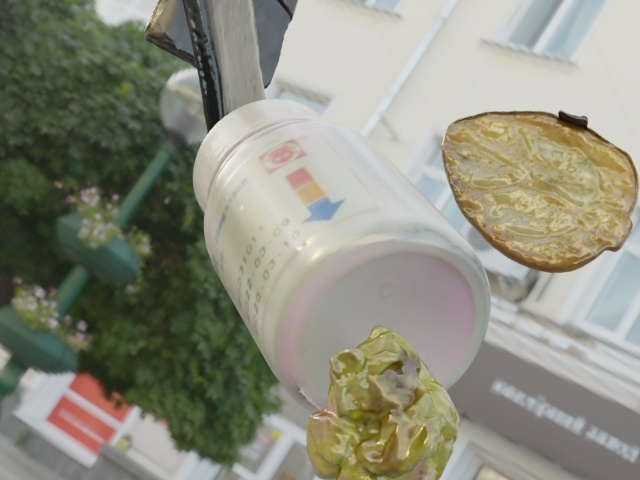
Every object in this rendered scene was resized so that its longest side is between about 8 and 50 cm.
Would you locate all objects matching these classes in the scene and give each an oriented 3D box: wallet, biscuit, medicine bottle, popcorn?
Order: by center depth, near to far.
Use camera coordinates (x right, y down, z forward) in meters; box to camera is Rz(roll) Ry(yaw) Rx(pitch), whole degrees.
[{"bbox_3d":[0.042,0.111,0.753,0.097,0.109,0.089,14,-50,-7],"label":"popcorn"},{"bbox_3d":[0.000,0.000,0.934,0.170,0.170,0.293,42,7,-35],"label":"medicine bottle"},{"bbox_3d":[-0.085,-0.140,1.149,0.030,0.146,0.285,2,-65,19],"label":"wallet"},{"bbox_3d":[-0.090,-0.334,1.404,0.165,0.310,0.042,26,-22,-24],"label":"wallet"},{"bbox_3d":[0.259,-0.070,1.433,0.260,0.203,0.041,34,-13,21],"label":"biscuit"}]
